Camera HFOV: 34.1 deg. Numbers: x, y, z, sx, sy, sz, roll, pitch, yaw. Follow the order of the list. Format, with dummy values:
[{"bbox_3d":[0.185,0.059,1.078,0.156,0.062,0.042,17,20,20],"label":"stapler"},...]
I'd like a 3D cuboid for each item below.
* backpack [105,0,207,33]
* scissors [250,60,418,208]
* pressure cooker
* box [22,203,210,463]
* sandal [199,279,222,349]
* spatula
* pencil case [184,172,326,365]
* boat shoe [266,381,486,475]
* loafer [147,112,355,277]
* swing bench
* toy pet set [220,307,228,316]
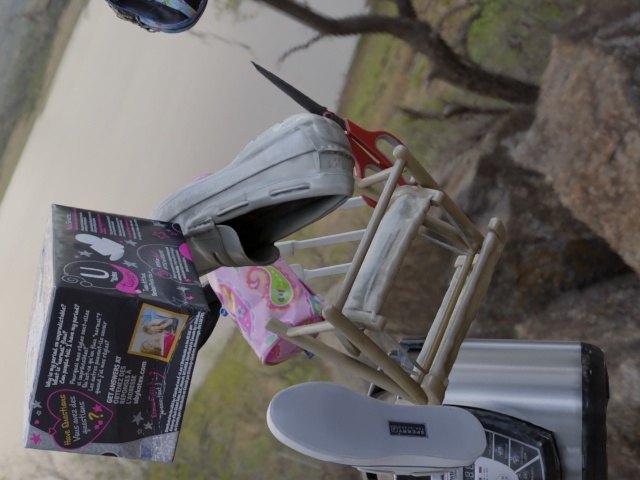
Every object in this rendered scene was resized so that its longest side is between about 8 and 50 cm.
[{"bbox_3d":[-0.271,-0.439,1.843,0.158,0.173,0.117,-63,-14,-11],"label":"backpack"},{"bbox_3d":[0.028,-0.170,1.495,0.109,0.297,0.021,-46,11,-22],"label":"scissors"},{"bbox_3d":[0.278,0.354,1.795,0.375,0.420,0.370,76,-160,-47],"label":"pressure cooker"},{"bbox_3d":[-0.207,0.082,1.009,0.247,0.142,0.163,-125,48,-67],"label":"box"},{"bbox_3d":[-0.244,0.160,1.886,0.445,0.107,0.167,-33,5,-29],"label":"sandal"},{"bbox_3d":[0.000,0.000,1.742,0.019,0.242,0.168,-105,6,-65],"label":"spatula"},{"bbox_3d":[-0.101,0.040,1.456,0.284,0.124,0.124,52,131,20],"label":"pencil case"},{"bbox_3d":[0.057,0.229,1.188,0.084,0.258,0.095,120,160,-50],"label":"boat shoe"},{"bbox_3d":[-0.093,-0.017,1.143,0.319,0.112,0.111,-35,57,32],"label":"loafer"},{"bbox_3d":[0.109,0.061,1.355,0.165,0.254,0.253,-17,44,58],"label":"swing bench"},{"bbox_3d":[-0.139,0.046,1.677,0.114,0.065,0.122,-19,63,35],"label":"toy pet set"}]
